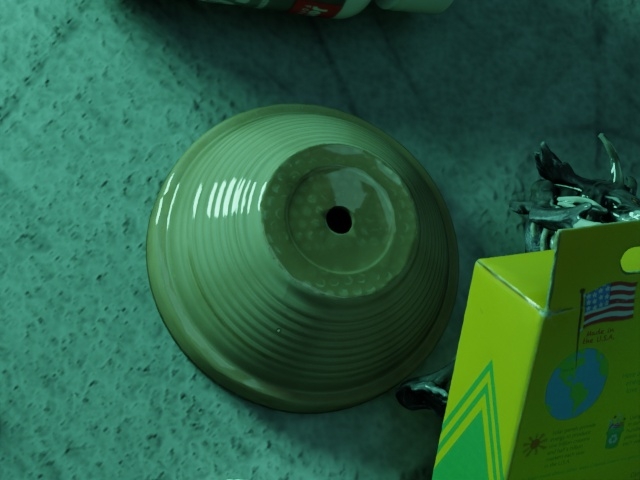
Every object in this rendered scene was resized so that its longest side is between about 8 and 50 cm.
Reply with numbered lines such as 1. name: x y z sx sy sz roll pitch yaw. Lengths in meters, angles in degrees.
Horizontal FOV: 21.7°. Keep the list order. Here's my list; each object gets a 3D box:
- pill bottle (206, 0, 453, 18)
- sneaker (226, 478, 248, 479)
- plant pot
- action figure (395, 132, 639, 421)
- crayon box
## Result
1. pill bottle: -0.035 -0.253 1.248 0.283 0.161 0.161 6 72 -15
2. sneaker: -0.034 0.194 1.176 0.083 0.037 0.032 26 66 -9
3. plant pot: 0.000 0.000 1.208 0.237 0.110 0.237 5 71 -16
4. action figure: 0.183 0.043 1.224 0.275 0.141 0.164 -52 130 -20
5. crayon box: 0.186 0.113 1.123 0.202 0.081 0.318 -6 118 -31
